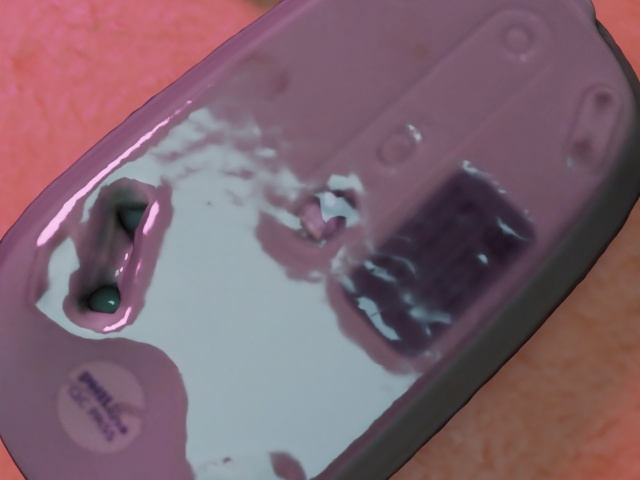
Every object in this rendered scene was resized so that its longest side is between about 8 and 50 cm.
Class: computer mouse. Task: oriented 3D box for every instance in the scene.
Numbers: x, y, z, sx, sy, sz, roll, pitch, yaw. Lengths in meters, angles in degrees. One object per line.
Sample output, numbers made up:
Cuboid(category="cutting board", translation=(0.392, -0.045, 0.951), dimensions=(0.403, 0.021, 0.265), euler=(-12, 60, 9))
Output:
Cuboid(category="computer mouse", translation=(0.000, 0.001, 0.458), dimensions=(0.331, 0.095, 0.197), euler=(-39, 86, -9))
